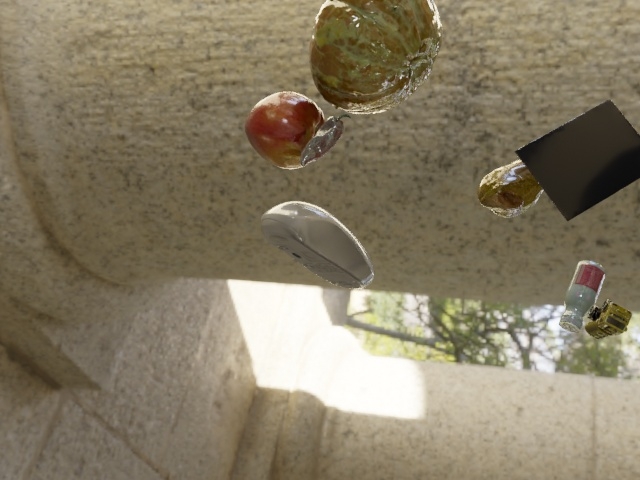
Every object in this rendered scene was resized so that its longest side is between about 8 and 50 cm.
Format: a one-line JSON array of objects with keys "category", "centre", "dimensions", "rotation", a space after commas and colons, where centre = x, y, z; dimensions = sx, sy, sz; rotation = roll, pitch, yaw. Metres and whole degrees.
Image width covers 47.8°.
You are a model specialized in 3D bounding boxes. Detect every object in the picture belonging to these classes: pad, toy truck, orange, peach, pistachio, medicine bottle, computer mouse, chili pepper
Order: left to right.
[{"category": "peach", "centre": [-0.088, -0.264, 1.704], "dimensions": [0.197, 0.198, 0.197], "rotation": [3, 90, -73]}, {"category": "computer mouse", "centre": [0.000, 0.000, 1.667], "dimensions": [0.297, 0.184, 0.121], "rotation": [31, 70, -23]}, {"category": "chili pepper", "centre": [0.007, -0.217, 1.561], "dimensions": [0.153, 0.050, 0.041], "rotation": [-53, 134, -6]}, {"category": "orange", "centre": [0.123, -0.433, 1.613], "dimensions": [0.329, 0.249, 0.329], "rotation": [-37, 150, -27]}, {"category": "pistachio", "centre": [0.424, -0.116, 1.623], "dimensions": [0.189, 0.110, 0.100], "rotation": [-33, 131, -24]}, {"category": "medicine bottle", "centre": [0.792, 0.171, 2.198], "dimensions": [0.216, 0.091, 0.090], "rotation": [-62, 154, -21]}, {"category": "pad", "centre": [0.513, -0.156, 1.376], "dimensions": [0.170, 0.246, 0.006], "rotation": [57, -17, 15]}, {"category": "toy truck", "centre": [0.504, 0.141, 1.267], "dimensions": [0.054, 0.049, 0.083], "rotation": [-61, 178, -18]}]
